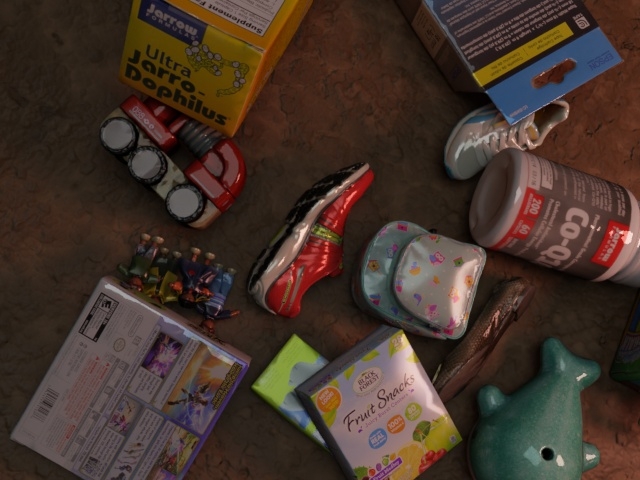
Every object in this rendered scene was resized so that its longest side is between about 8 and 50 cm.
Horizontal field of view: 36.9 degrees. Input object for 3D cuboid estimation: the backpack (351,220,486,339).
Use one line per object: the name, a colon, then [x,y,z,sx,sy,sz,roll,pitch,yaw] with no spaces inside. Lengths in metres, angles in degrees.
backpack: [0.146,0.057,1.471,0.188,0.144,0.165,19,82,-1]

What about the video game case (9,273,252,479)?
video game case: [-0.269,0.225,1.381,0.244,0.061,0.269,31,94,0]

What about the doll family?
doll family: [-0.211,0.071,1.449,0.193,0.076,0.111,15,62,-3]

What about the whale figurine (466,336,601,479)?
whale figurine: [0.339,0.279,1.452,0.216,0.141,0.272,32,76,0]

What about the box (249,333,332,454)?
box: [-0.006,0.240,1.462,0.178,0.042,0.109,39,76,2]

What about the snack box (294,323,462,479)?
snack box: [0.087,0.258,1.418,0.174,0.070,0.207,-35,104,-19]

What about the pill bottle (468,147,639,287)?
pill bottle: [0.392,-0.028,1.502,0.283,0.161,0.161,17,77,-13]

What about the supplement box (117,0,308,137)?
supplement box: [-0.126,-0.366,1.431,0.194,0.195,0.356,27,53,-2]

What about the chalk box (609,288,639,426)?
chalk box: [0.585,0.171,1.490,0.180,0.179,0.288,24,76,-2]

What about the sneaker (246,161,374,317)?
sneaker: [0.000,0.000,1.498,0.118,0.107,0.279,41,79,-18]

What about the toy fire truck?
toy fire truck: [-0.180,-0.164,1.480,0.246,0.158,0.217,-44,87,-3]

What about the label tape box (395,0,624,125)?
label tape box: [0.299,-0.361,1.590,0.241,0.106,0.333,-30,83,-13]

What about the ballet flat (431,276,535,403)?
ballet flat: [0.246,0.150,1.505,0.058,0.084,0.250,34,74,25]

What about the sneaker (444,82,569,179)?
sneaker: [0.296,-0.174,1.551,0.229,0.092,0.087,-38,126,-12]
